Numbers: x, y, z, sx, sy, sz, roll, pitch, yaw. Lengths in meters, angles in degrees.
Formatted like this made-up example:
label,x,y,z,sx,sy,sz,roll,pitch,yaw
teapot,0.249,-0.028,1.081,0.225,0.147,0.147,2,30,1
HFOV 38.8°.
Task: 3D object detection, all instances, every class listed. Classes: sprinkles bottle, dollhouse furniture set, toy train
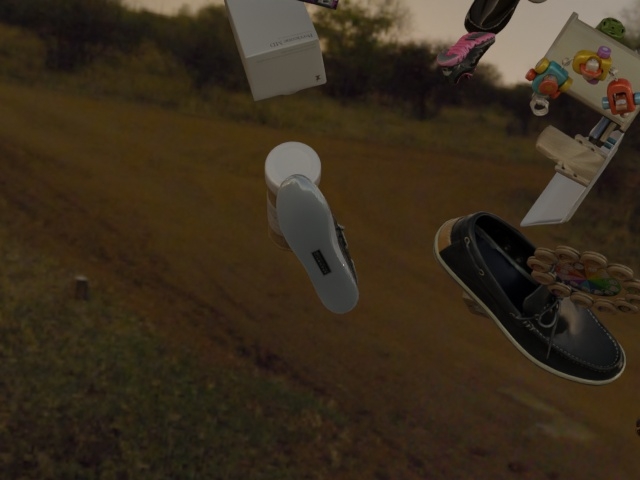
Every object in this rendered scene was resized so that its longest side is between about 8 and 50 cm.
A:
label,x,y,z,sx,sy,sz,roll,pitch,yaw
sprinkles bottle,-0.065,-0.091,2.076,0.121,0.121,0.355,11,-23,2
dollhouse furniture set,0.516,-0.271,1.793,0.198,0.286,0.303,34,10,11
toy train,0.386,-0.220,1.344,0.166,0.125,0.046,-2,40,25

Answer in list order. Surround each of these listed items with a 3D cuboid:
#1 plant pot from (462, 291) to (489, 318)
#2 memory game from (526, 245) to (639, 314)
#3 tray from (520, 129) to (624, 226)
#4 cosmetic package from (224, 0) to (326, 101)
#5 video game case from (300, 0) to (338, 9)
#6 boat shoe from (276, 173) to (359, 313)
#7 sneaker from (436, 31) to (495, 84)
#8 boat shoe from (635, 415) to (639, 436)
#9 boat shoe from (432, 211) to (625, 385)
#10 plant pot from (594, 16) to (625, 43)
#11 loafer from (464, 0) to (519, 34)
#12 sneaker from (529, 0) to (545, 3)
label,x,y,z,sx,sy,sz,roll,pitch,yaw
plant pot,0.404,0.128,2.199,0.109,0.096,0.109,17,-26,40
memory game,0.389,0.060,1.325,0.186,0.012,0.186,24,-20,9
tray,0.549,-0.126,1.959,0.030,0.270,0.145,44,-18,-17
cosmetic package,-0.127,-0.546,2.346,0.196,0.155,0.366,-16,50,-5
video game case,-0.038,-0.620,1.895,0.210,0.232,0.042,11,23,-12
boat shoe,0.004,-0.001,1.889,0.113,0.306,0.105,-26,12,15
sneaker,0.226,-0.278,1.388,0.119,0.057,0.047,-36,33,-27
boat shoe,0.688,0.372,1.798,0.123,0.342,0.123,2,-12,41
boat shoe,0.460,0.123,1.934,0.500,0.187,0.156,42,-30,0
plant pot,0.547,-0.385,1.752,0.083,0.083,0.079,7,-34,-10
loafer,0.348,-0.479,1.716,0.080,0.220,0.078,36,-6,13
sneaker,0.381,-0.473,1.429,0.085,0.237,0.086,21,43,-4
